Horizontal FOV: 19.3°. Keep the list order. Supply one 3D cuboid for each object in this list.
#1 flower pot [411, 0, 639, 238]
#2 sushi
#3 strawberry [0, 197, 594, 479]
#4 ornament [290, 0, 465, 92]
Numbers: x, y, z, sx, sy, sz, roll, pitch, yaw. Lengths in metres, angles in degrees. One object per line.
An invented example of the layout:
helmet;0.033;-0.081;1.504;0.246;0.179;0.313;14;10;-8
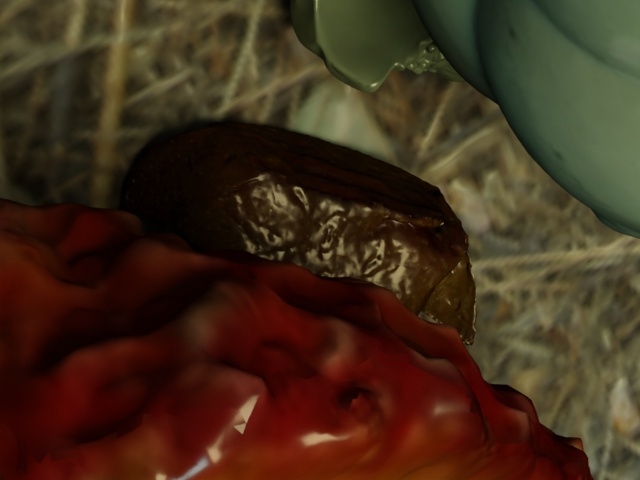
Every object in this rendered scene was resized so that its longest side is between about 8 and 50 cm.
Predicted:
flower pot;0.140;-0.108;0.517;0.246;0.246;0.195;-14;95;-24
sushi;0.000;0.000;0.601;0.120;0.052;0.055;13;111;-34
strawberry;-0.058;0.086;0.552;0.336;0.149;0.265;4;130;-47
ornament;0.020;-0.077;0.585;0.092;0.041;0.068;46;63;-25
